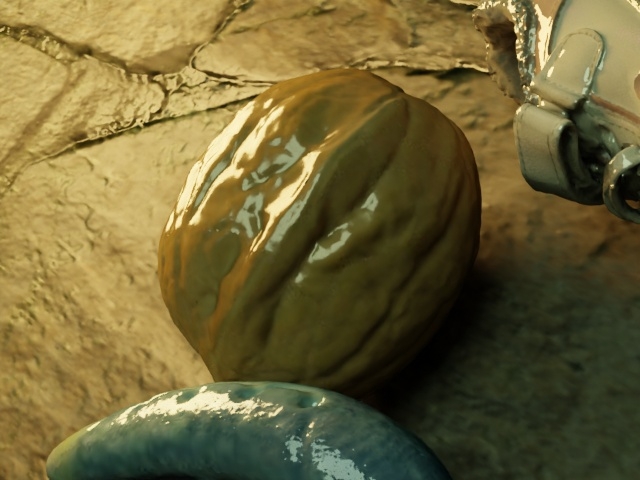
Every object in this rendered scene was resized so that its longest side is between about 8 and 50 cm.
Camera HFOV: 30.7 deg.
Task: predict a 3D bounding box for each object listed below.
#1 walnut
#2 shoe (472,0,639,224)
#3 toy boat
[{"bbox_3d":[0.000,0.000,0.868,0.225,0.225,0.261,28,78,43],"label":"walnut"},{"bbox_3d":[0.230,-0.078,0.783,0.198,0.172,0.351,-20,38,9],"label":"shoe"},{"bbox_3d":[-0.064,0.202,0.764,0.329,0.123,0.215,-6,87,31],"label":"toy boat"}]
